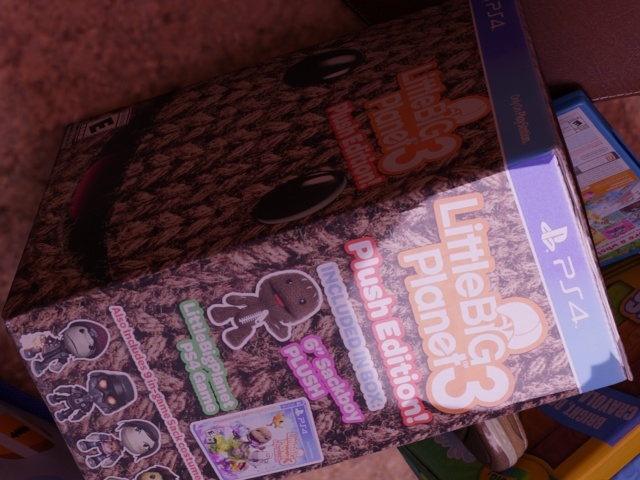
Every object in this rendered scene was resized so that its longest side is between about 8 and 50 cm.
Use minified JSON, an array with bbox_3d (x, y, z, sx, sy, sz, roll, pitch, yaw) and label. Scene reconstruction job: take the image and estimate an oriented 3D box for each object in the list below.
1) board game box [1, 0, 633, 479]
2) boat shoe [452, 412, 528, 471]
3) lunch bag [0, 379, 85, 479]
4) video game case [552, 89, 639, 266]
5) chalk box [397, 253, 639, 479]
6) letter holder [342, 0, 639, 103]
[{"bbox_3d":[0.000,0.000,0.897,0.291,0.232,0.141,-17,118,9],"label":"board game box"},{"bbox_3d":[0.093,0.058,1.062,0.072,0.068,0.190,-26,77,-18],"label":"boat shoe"},{"bbox_3d":[-0.254,0.240,0.928,0.385,0.239,0.328,29,97,-37],"label":"lunch bag"},{"bbox_3d":[0.161,-0.030,1.084,0.119,0.015,0.166,-23,138,26],"label":"video game case"},{"bbox_3d":[0.179,0.173,1.130,0.289,0.180,0.179,-39,120,-8],"label":"chalk box"},{"bbox_3d":[0.102,-0.227,0.978,0.302,0.214,0.152,41,57,-34],"label":"letter holder"}]
